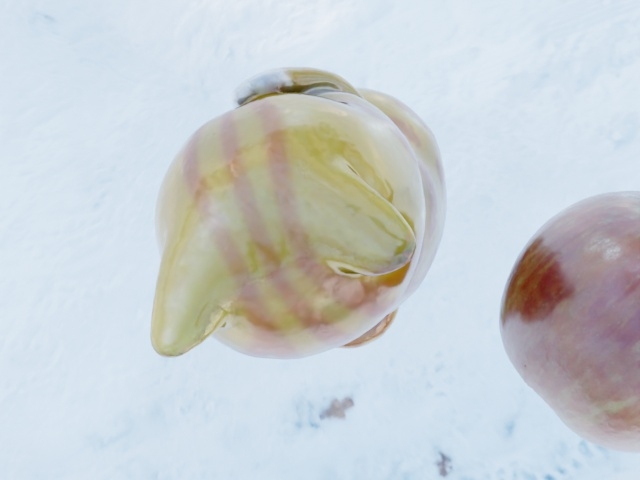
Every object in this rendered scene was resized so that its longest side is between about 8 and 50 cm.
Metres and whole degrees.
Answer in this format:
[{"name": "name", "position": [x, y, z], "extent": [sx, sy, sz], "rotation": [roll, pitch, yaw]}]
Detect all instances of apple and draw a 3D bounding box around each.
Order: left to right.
[{"name": "apple", "position": [0.169, 0.045, 0.515], "extent": [0.146, 0.146, 0.131], "rotation": [33, 114, -11]}]

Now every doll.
[{"name": "doll", "position": [-0.006, -0.015, 0.577], "extent": [0.167, 0.270, 0.162], "rotation": [-33, 81, 14]}]
